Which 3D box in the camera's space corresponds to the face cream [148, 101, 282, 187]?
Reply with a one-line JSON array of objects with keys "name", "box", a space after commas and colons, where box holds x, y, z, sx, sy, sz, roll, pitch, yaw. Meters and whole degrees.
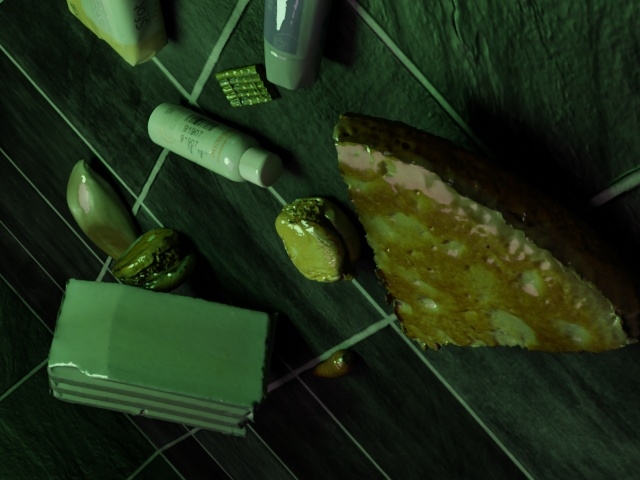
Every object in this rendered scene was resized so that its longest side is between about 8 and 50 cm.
[{"name": "face cream", "box": [-0.171, -0.155, 1.586, 0.269, 0.082, 0.082, 25, 145, 36]}]

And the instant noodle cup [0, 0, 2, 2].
[{"name": "instant noodle cup", "box": [-0.736, -0.559, 1.706, 0.308, 0.294, 0.294, 40, 152, 29]}]

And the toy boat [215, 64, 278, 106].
[{"name": "toy boat", "box": [-0.114, -0.235, 1.468, 0.115, 0.016, 0.063, 3, 129, 54]}]

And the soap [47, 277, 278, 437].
[{"name": "soap", "box": [-0.328, 0.240, 1.972, 0.435, 0.213, 0.350, 12, 159, -6]}]

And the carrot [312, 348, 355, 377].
[{"name": "carrot", "box": [0.019, 0.247, 1.880, 0.048, 0.048, 0.216, 48, 158, 0]}]

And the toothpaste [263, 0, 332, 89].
[{"name": "toothpaste", "box": [-0.021, -0.342, 1.142, 0.125, 0.080, 0.371, 36, 145, 23]}]

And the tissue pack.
[{"name": "tissue pack", "box": [-0.327, -0.393, 1.471, 0.186, 0.090, 0.222, 42, 158, 17]}]

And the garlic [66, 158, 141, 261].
[{"name": "garlic", "box": [-0.487, -0.051, 2.172, 0.143, 0.112, 0.318, 16, 150, 41]}]

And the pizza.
[{"name": "pizza", "box": [0.180, 0.023, 1.267, 0.440, 0.130, 0.406, 34, 152, 3]}]

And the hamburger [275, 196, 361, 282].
[{"name": "hamburger", "box": [0.000, 0.000, 1.541, 0.138, 0.083, 0.147, 7, 130, 57]}]

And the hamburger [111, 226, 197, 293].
[{"name": "hamburger", "box": [-0.350, 0.056, 2.031, 0.185, 0.177, 0.113, -26, 113, 34]}]
